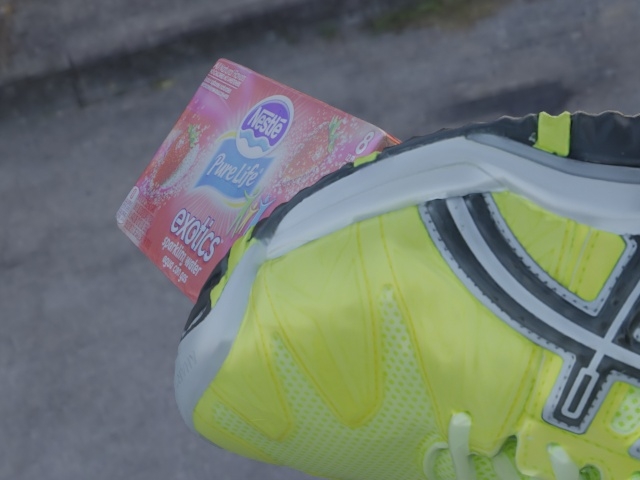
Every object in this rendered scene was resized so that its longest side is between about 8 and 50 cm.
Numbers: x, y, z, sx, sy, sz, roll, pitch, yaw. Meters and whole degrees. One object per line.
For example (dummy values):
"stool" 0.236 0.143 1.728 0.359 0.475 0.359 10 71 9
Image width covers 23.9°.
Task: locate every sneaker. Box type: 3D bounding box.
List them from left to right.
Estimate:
"sneaker" 0.129 0.055 0.466 0.385 0.145 0.147 -2 57 19

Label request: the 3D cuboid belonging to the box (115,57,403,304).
"box" 0.000 0.000 0.938 0.142 0.154 0.300 -58 24 1
